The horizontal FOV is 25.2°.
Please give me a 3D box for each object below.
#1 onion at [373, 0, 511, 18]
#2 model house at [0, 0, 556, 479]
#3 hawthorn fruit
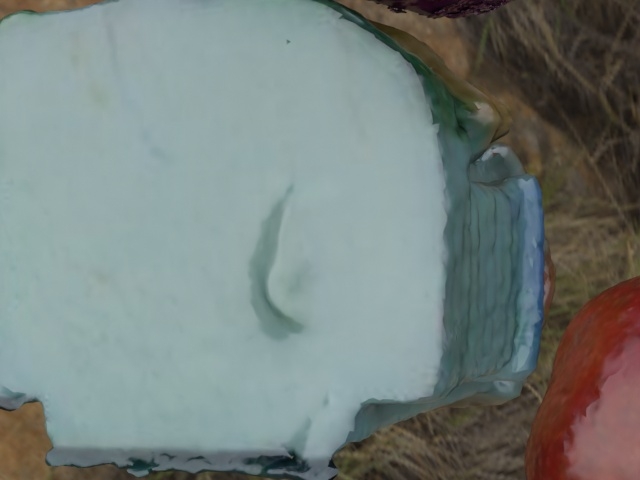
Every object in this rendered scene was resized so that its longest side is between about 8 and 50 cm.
[{"bbox_3d":[0.028,-0.112,0.344,0.115,0.115,0.104,-35,24,-3],"label":"onion"},{"bbox_3d":[0.000,0.000,0.398,0.148,0.148,0.119,-4,85,29],"label":"model house"},{"bbox_3d":[0.294,0.145,0.976,0.307,0.265,0.265,-8,52,55],"label":"hawthorn fruit"}]
